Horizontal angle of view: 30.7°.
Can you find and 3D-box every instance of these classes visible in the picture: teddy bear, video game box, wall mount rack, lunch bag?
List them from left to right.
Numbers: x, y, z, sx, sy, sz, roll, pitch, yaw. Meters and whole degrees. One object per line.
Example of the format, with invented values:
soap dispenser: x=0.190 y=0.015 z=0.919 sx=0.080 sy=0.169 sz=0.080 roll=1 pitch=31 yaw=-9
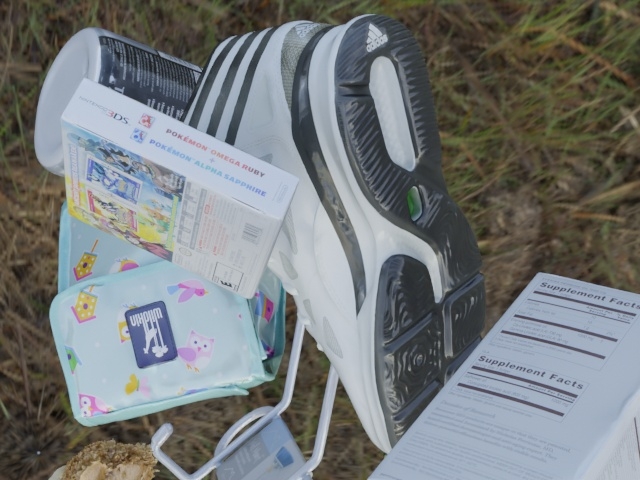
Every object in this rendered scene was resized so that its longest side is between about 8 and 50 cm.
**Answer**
teddy bear: x=-0.287 y=0.393 z=1.363 sx=0.245 sy=0.113 sz=0.338 roll=-17 pitch=113 yaw=-42
lunch bag: x=-0.153 y=0.057 z=1.210 sx=0.223 sy=0.160 sz=0.262 roll=-15 pitch=50 yaw=15
video game box: x=-0.122 y=-0.036 z=0.973 sx=0.187 sy=0.205 sz=0.048 roll=23 pitch=67 yaw=-2
wall mount rack: x=-0.070 y=0.226 z=1.471 sx=0.304 sy=0.350 sz=0.130 roll=-41 pitch=108 yaw=-2

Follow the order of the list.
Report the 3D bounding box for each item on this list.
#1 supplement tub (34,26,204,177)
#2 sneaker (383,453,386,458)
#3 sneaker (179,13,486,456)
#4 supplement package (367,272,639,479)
supplement tub: x=-0.194 y=-0.140 z=1.521 sx=0.316 sy=0.193 sz=0.194 roll=18 pitch=75 yaw=-34
sneaker: x=0.139 y=0.255 z=1.290 sx=0.084 sy=0.234 sz=0.097 roll=-23 pitch=72 yaw=23
sneaker: x=0.001 y=-0.001 z=1.130 sx=0.169 sy=0.257 sz=0.448 roll=-34 pitch=121 yaw=-41
supplement package: x=0.166 y=0.156 z=0.842 sx=0.244 sy=0.133 sz=0.139 roll=-43 pitch=132 yaw=-36
